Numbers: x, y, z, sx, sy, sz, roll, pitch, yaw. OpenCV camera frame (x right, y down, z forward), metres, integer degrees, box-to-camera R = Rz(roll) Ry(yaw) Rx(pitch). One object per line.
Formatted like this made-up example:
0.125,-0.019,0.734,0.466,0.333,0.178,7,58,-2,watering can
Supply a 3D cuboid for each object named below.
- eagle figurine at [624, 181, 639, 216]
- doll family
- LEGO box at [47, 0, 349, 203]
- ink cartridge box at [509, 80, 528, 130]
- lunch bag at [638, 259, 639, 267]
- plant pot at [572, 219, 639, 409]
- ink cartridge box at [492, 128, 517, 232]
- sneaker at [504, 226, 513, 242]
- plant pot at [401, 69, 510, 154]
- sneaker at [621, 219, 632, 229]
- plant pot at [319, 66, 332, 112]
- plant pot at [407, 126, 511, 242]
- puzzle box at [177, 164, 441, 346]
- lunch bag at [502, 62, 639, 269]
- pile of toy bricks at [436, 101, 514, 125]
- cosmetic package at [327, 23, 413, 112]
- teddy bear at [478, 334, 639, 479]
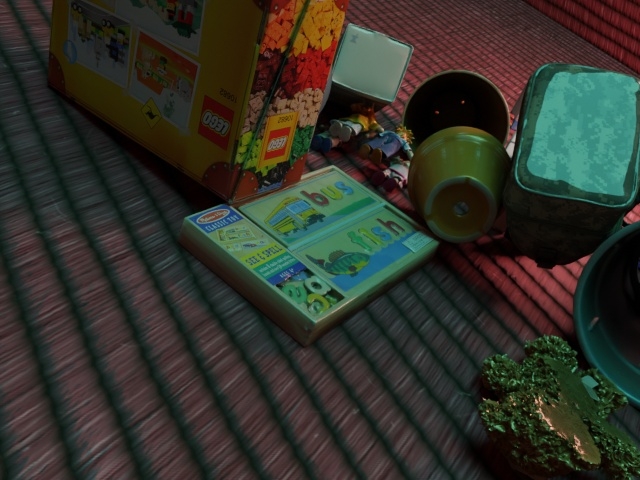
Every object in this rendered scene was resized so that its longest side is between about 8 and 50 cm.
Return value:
0.642,-0.142,1.295,0.298,0.225,0.226,-8,8,27,eagle figurine
0.120,-0.218,1.510,0.263,0.118,0.163,33,33,16,doll family
-0.232,-0.352,1.204,0.500,0.373,0.193,33,33,25,LEGO box
0.624,-0.388,2.052,0.092,0.143,0.090,21,32,-3,ink cartridge box
0.869,-0.008,1.512,0.220,0.293,0.138,9,35,-21,lunch bag
0.648,0.092,1.227,0.341,0.341,0.334,36,26,19,plant pot
0.420,-0.137,1.544,0.092,0.160,0.219,29,34,9,ink cartridge box
0.457,-0.019,1.482,0.232,0.090,0.081,19,24,-50,sneaker
0.314,-0.286,1.668,0.237,0.237,0.254,24,17,2,plant pot
0.638,-0.055,1.619,0.234,0.097,0.084,30,32,10,sneaker
-0.092,-0.328,1.434,0.290,0.290,0.195,40,7,25,plant pot
0.260,-0.089,1.315,0.205,0.205,0.188,23,27,0,plant pot
0.000,0.000,1.182,0.272,0.052,0.409,36,34,20,puzzle box
0.444,-0.130,1.271,0.212,0.256,0.305,13,64,9,lunch bag
0.403,-0.314,1.864,0.212,0.118,0.105,27,64,-10,pile of toy bricks
0.092,-0.376,1.595,0.153,0.129,0.296,19,2,-5,cosmetic package
0.333,0.246,1.005,0.245,0.113,0.338,33,25,1,teddy bear
